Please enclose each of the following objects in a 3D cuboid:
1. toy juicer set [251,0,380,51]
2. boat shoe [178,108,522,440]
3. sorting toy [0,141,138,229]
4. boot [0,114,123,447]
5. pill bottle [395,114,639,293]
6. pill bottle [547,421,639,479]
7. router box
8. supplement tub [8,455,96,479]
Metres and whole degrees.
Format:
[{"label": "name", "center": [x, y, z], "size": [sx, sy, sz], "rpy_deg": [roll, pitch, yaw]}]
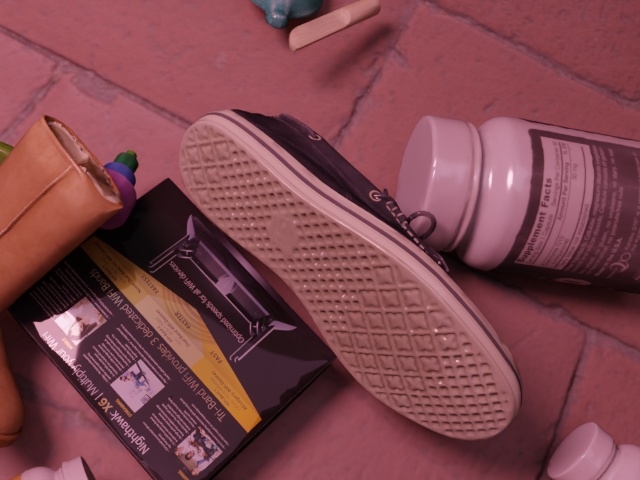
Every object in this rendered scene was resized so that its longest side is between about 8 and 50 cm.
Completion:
[{"label": "toy juicer set", "center": [-0.025, -0.392, 1.081], "size": [0.209, 0.089, 0.329], "rpy_deg": [-13, 63, -29]}, {"label": "boat shoe", "center": [0.045, 0.017, 0.838], "size": [0.500, 0.186, 0.156], "rpy_deg": [43, 38, 16]}, {"label": "sorting toy", "center": [-0.387, -0.100, 0.862], "size": [0.366, 0.127, 0.126], "rpy_deg": [8, 43, 6]}, {"label": "boot", "center": [-0.308, 0.042, 0.733], "size": [0.269, 0.089, 0.236], "rpy_deg": [-42, 82, 5]}, {"label": "pill bottle", "center": [0.294, -0.050, 0.937], "size": [0.361, 0.204, 0.204], "rpy_deg": [9, 67, -7]}, {"label": "pill bottle", "center": [0.382, 0.321, 0.853], "size": [0.208, 0.117, 0.117], "rpy_deg": [41, 67, 6]}, {"label": "router box", "center": [-0.174, 0.114, 0.844], "size": [0.243, 0.081, 0.309], "rpy_deg": [-40, 81, -23]}, {"label": "supplement tub", "center": [-0.307, 0.316, 0.701], "size": [0.200, 0.144, 0.144], "rpy_deg": [-25, 75, -20]}]
